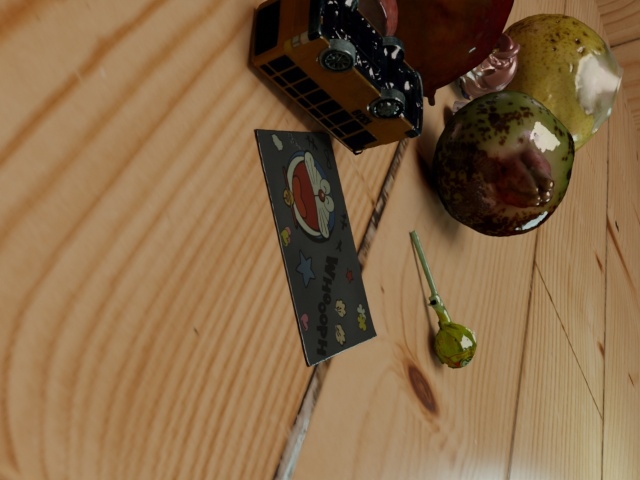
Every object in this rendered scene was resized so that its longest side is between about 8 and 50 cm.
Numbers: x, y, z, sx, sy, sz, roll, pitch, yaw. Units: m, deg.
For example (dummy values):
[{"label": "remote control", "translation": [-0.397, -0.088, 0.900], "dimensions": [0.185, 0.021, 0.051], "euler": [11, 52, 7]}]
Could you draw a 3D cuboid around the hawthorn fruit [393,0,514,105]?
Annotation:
[{"label": "hawthorn fruit", "translation": [0.168, -0.306, 1.189], "dimensions": [0.208, 0.208, 0.248], "euler": [-33, 131, -61]}]

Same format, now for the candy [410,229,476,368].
[{"label": "candy", "translation": [0.158, 0.078, 1.149], "dimensions": [0.058, 0.062, 0.194], "euler": [-17, 83, -18]}]

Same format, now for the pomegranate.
[{"label": "pomegranate", "translation": [0.273, -0.097, 1.226], "dimensions": [0.214, 0.214, 0.248], "euler": [63, -1, -23]}]

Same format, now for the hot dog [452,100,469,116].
[{"label": "hot dog", "translation": [0.260, -0.143, 1.421], "dimensions": [0.192, 0.053, 0.099], "euler": [63, 30, -19]}]

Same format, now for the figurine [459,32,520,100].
[{"label": "figurine", "translation": [0.268, -0.300, 1.442], "dimensions": [0.114, 0.126, 0.157], "euler": [50, 20, 19]}]

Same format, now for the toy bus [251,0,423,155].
[{"label": "toy bus", "translation": [0.022, -0.183, 0.932], "dimensions": [0.201, 0.114, 0.098], "euler": [36, 47, -44]}]

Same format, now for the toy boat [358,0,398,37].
[{"label": "toy boat", "translation": [0.026, -0.353, 1.065], "dimensions": [0.206, 0.096, 0.282], "euler": [46, 29, -22]}]

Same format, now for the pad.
[{"label": "pad", "translation": [0.000, 0.000, 0.928], "dimensions": [0.170, 0.006, 0.246], "euler": [-9, 86, -63]}]

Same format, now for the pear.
[{"label": "pear", "translation": [0.421, -0.281, 1.604], "dimensions": [0.271, 0.271, 0.271], "euler": [34, 49, -52]}]
